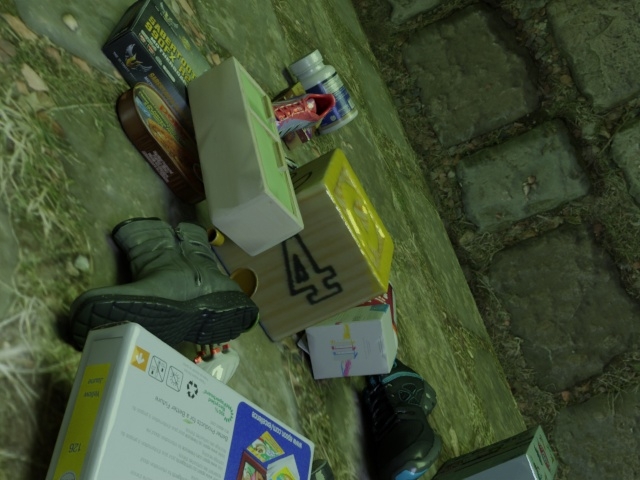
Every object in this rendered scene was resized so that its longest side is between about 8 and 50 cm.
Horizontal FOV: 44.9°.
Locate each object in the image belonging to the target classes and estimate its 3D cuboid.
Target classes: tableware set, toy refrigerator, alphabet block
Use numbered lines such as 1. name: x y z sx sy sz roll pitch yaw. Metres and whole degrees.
1. tableware set: -0.126 0.055 0.955 0.024 0.104 0.154 36 32 -54
2. toy refrigerator: -0.104 -0.123 1.069 0.102 0.094 0.270 45 22 -48
3. alphabet block: -0.020 0.004 1.177 0.193 0.197 0.192 59 18 -17

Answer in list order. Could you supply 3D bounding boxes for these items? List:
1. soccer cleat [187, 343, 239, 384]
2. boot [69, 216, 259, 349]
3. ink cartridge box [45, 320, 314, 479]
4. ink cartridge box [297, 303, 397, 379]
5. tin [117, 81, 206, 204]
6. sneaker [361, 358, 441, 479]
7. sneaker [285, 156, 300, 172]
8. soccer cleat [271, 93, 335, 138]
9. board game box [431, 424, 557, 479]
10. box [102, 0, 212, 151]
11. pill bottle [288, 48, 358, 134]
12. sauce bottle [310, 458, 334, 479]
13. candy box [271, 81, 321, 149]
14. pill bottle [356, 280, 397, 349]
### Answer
1. soccer cleat: -0.141 0.170 0.830 0.196 0.068 0.076 -30 101 -67
2. boot: -0.193 0.042 0.848 0.246 0.083 0.161 4 40 -53
3. ink cartridge box: -0.122 0.276 0.684 0.303 0.072 0.307 47 42 -44
4. ink cartridge box: 0.042 0.164 1.253 0.092 0.143 0.090 -41 122 -72
5. tin: -0.212 -0.133 1.083 0.190 0.040 0.106 55 24 -28
6. sneaker: 0.120 0.308 1.336 0.140 0.125 0.341 48 13 -7
7. sneaker: -0.048 -0.062 1.387 0.224 0.083 0.098 47 29 -46
8. soccer cleat: -0.061 -0.244 1.509 0.248 0.095 0.083 -31 96 -56
9. board game box: 0.335 0.468 1.515 0.098 0.224 0.303 66 18 10
10. box: -0.219 -0.245 1.182 0.231 0.056 0.183 55 20 -29
11. pill bottle: 0.002 -0.365 1.897 0.187 0.112 0.112 59 18 -16
12. sauce bottle: 0.046 0.435 0.925 0.345 0.111 0.111 64 17 4
13. candy box: -0.057 -0.277 1.705 0.109 0.053 0.187 60 17 -14
14. pill bottle: 0.078 0.127 1.415 0.121 0.121 0.221 56 19 -25
